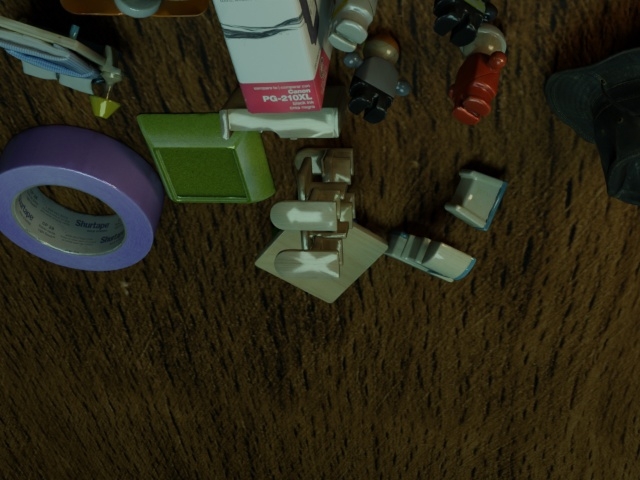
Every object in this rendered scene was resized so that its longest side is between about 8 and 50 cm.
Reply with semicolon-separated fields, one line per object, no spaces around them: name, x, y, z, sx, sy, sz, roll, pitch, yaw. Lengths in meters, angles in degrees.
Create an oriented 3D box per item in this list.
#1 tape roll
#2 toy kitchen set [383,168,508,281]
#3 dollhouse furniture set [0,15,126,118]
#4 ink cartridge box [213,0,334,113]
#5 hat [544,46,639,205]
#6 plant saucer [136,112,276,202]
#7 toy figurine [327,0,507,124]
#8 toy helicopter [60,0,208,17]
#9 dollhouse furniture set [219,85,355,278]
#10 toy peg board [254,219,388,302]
tape roll;-0.400;-0.064;1.628;0.274;0.090;0.275;7;144;5
toy kitchen set;0.215;-0.022;1.577;0.122;0.166;0.207;24;178;-19
dollhouse furniture set;-0.425;-0.202;1.243;0.303;0.198;0.286;18;-178;0
ink cartridge box;-0.053;-0.294;1.171;0.100;0.172;0.237;0;143;12
hat;0.430;-0.116;1.254;0.331;0.134;0.331;14;169;3
plant saucer;-0.178;-0.117;1.545;0.188;0.045;0.188;1;143;11
toy figurine;0.121;-0.256;1.220;0.209;0.148;0.213;1;146;21
toy helicopter;-0.281;-0.357;1.208;0.354;0.140;0.235;10;154;18
dollhouse furniture set;-0.044;-0.091;1.422;0.160;0.212;0.242;1;116;8
toy peg board;0.000;0.000;1.656;0.161;0.079;0.161;28;124;-24
